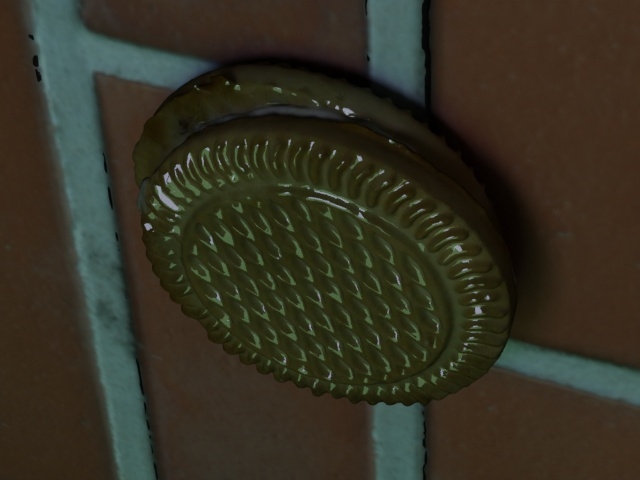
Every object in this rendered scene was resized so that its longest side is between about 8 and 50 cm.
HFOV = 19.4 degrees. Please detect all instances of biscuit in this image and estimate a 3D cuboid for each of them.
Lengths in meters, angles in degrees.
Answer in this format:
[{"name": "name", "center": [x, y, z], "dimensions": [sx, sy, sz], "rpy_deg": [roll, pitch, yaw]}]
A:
[{"name": "biscuit", "center": [0.000, 0.000, 1.150], "dimensions": [0.259, 0.079, 0.259], "rpy_deg": [16, 141, 13]}]
